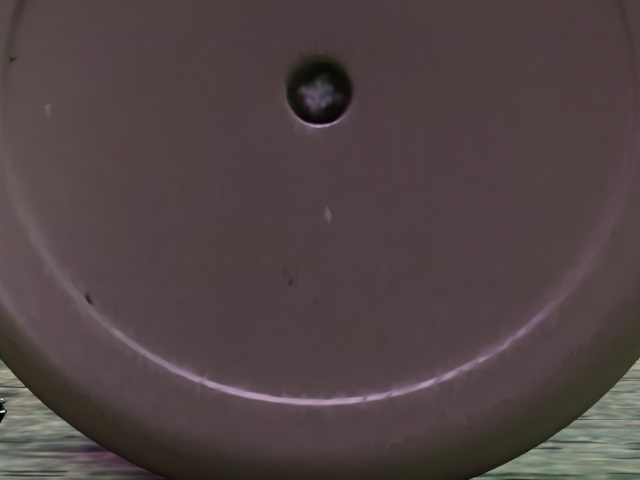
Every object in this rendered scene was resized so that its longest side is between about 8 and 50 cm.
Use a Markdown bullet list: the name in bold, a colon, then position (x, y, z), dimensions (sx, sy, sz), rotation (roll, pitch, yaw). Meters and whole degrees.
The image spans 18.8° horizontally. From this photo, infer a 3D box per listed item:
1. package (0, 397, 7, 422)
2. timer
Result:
- **package**: position (-0.205, 0.045, 0.550), dimensions (0.171, 0.027, 0.173), rotation (-5, 10, -41)
- **timer**: position (0.000, 0.000, 0.536), dimensions (0.175, 0.175, 0.266), rotation (-1, -14, 0)
